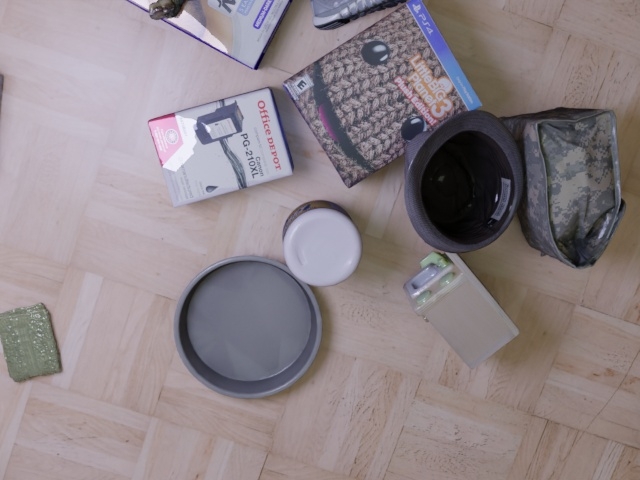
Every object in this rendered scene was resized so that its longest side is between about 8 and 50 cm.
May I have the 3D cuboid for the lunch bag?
[{"bbox_3d":[0.450,-0.098,1.612,0.169,0.235,0.286,-9,100,-4],"label":"lunch bag"}]

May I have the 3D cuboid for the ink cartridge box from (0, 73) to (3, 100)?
[{"bbox_3d":[-0.749,-0.232,1.592,0.273,0.114,0.196,9,100,-3],"label":"ink cartridge box"}]

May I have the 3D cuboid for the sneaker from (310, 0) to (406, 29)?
[{"bbox_3d":[0.074,-0.484,1.585,0.229,0.086,0.132,-16,92,21],"label":"sneaker"}]

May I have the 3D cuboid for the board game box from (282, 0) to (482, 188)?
[{"bbox_3d":[0.110,-0.274,1.613,0.291,0.141,0.232,-33,100,3],"label":"board game box"}]

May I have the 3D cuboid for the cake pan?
[{"bbox_3d":[-0.143,0.169,1.721,0.293,0.054,0.293,0,100,-3],"label":"cake pan"}]

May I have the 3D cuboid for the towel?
[{"bbox_3d":[-0.581,0.204,1.720,0.110,0.027,0.148,-13,99,-1],"label":"towel"}]

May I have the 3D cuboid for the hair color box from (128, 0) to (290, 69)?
[{"bbox_3d":[-0.227,-0.474,1.581,0.339,0.110,0.185,28,98,-5],"label":"hair color box"}]

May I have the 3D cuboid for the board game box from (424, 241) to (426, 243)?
[{"bbox_3d":[0.237,-0.051,1.719,0.090,0.020,0.090,-20,101,1],"label":"board game box"}]

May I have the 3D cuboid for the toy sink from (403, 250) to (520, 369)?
[{"bbox_3d":[0.251,0.109,1.671,0.131,0.153,0.234,-39,105,6],"label":"toy sink"}]

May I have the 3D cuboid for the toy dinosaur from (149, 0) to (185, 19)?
[{"bbox_3d":[-0.204,-0.493,1.496,0.268,0.064,0.118,-33,114,2],"label":"toy dinosaur"}]

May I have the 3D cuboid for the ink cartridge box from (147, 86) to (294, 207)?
[{"bbox_3d":[-0.184,-0.179,1.636,0.237,0.100,0.171,-16,101,0],"label":"ink cartridge box"}]

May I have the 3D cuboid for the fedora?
[{"bbox_3d":[0.233,-0.111,1.540,0.243,0.124,0.275,-49,123,-4],"label":"fedora"}]

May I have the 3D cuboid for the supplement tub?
[{"bbox_3d":[0.000,0.000,1.625,0.145,0.199,0.144,-1,99,-3],"label":"supplement tub"}]
